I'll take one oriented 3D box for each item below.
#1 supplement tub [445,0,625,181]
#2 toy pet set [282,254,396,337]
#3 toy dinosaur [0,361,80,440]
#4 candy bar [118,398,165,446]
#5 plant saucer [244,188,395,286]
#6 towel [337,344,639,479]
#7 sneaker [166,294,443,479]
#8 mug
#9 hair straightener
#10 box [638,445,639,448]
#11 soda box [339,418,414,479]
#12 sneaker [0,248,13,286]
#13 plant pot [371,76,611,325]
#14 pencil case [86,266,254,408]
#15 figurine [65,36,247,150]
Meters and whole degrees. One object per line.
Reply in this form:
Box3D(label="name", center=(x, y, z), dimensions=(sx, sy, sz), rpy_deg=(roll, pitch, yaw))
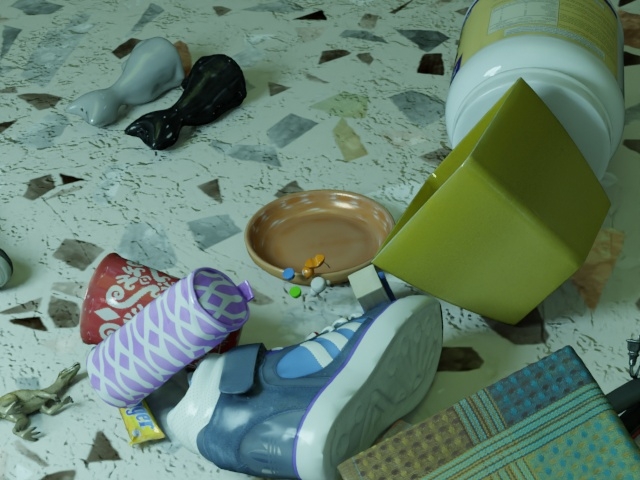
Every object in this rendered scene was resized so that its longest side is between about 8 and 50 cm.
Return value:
Box3D(label="supplement tub", center=(0.300, -0.210, 1.798), dimensions=(0.241, 0.241, 0.331), rpy_deg=(4, 35, 11))
Box3D(label="toy pet set", center=(0.030, 0.075, 1.583), dimensions=(0.114, 0.065, 0.122), rpy_deg=(-25, 49, 5))
Box3D(label="toy dinosaur", center=(-0.351, 0.190, 1.476), dimensions=(0.183, 0.053, 0.092), rpy_deg=(-14, 20, -26))
Box3D(label="candy bar", center=(-0.219, 0.182, 1.488), dimensions=(0.040, 0.018, 0.161), rpy_deg=(-15, 37, -16))
Box3D(label="plant saucer", center=(0.000, 0.000, 1.707), dimensions=(0.199, 0.037, 0.200), rpy_deg=(-2, 35, 1))
Box3D(label="towel", center=(0.193, 0.291, 1.153), dimensions=(0.271, 0.040, 0.370), rpy_deg=(-27, 48, 1))
Box3D(label="sneaker", center=(-0.026, 0.141, 1.432), dimensions=(0.236, 0.130, 0.323), rpy_deg=(9, 31, 28))
Box3D(label="mug", center=(-0.177, 0.081, 1.540), dimensions=(0.169, 0.113, 0.150), rpy_deg=(16, 33, 11))
Box3D(label="hair straightener", center=(0.371, 0.141, 1.422), dimensions=(0.230, 0.089, 0.047), rpy_deg=(-28, 18, -29))
Box3D(label="box", center=(0.275, 0.258, 1.263), dimensions=(0.113, 0.094, 0.275), rpy_deg=(-25, 40, -26))
Box3D(label="soda box", center=(0.055, 0.263, 1.310), dimensions=(0.063, 0.058, 0.183), rpy_deg=(22, 44, 31))
Box3D(label="sneaker", center=(-0.478, -0.006, 1.724), dimensions=(0.222, 0.083, 0.118), rpy_deg=(13, 38, 24))
Box3D(label="plant pot", center=(0.222, -0.028, 1.562), dimensions=(0.187, 0.212, 0.212), rpy_deg=(39, 43, -1))
Box3D(label="pencil case", center=(-0.168, 0.109, 1.418), dimensions=(0.088, 0.206, 0.086), rpy_deg=(5, 56, -50))
Box3D(label="figurine", center=(-0.261, -0.221, 2.010), dimensions=(0.214, 0.092, 0.209), rpy_deg=(20, 46, 31))
